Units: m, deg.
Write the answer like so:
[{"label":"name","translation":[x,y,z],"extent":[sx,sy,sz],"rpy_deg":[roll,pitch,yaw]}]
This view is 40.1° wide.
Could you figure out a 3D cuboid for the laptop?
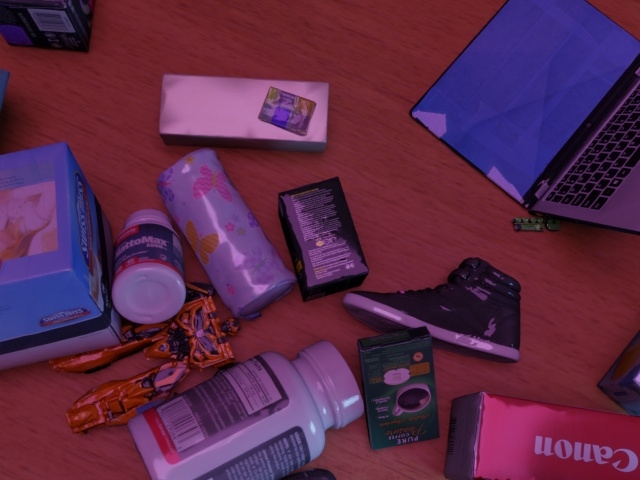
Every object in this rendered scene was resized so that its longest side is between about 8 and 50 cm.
[{"label":"laptop","translation":[0.435,-0.247,1.418],"extent":[0.382,0.408,0.236],"rpy_deg":[-49,117,-11]}]

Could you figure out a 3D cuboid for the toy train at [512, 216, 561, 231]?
[{"label":"toy train","translation":[0.362,-0.027,1.467],"extent":[0.083,0.017,0.024],"rpy_deg":[1,87,-3]}]

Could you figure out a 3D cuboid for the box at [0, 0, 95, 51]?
[{"label":"box","translation":[-0.453,-0.474,1.454],"extent":[0.143,0.165,0.271],"rpy_deg":[4,77,-2]}]

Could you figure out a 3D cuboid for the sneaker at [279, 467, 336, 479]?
[{"label":"sneaker","translation":[-0.080,0.406,1.297],"extent":[0.234,0.106,0.078],"rpy_deg":[-21,80,-8]}]

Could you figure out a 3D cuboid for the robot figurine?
[{"label":"robot figurine","translation":[-0.261,0.180,1.352],"extent":[0.290,0.085,0.211],"rpy_deg":[-21,80,-7]}]

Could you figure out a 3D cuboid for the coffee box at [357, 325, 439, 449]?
[{"label":"coffee box","translation":[0.119,0.227,1.335],"extent":[0.113,0.040,0.184],"rpy_deg":[-11,113,-5]}]

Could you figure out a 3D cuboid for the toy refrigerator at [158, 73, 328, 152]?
[{"label":"toy refrigerator","translation":[-0.124,-0.208,1.448],"extent":[0.269,0.094,0.102],"rpy_deg":[2,84,-2]}]

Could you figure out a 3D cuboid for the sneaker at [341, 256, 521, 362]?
[{"label":"sneaker","translation":[0.185,0.089,1.392],"extent":[0.295,0.104,0.147],"rpy_deg":[16,75,-5]}]

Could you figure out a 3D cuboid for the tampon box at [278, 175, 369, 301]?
[{"label":"tampon box","translation":[0.000,0.000,1.389],"extent":[0.101,0.120,0.161],"rpy_deg":[-16,78,-7]}]

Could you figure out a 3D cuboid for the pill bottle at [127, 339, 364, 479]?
[{"label":"pill bottle","translation":[-0.103,0.271,1.284],"extent":[0.318,0.176,0.176],"rpy_deg":[-25,79,-17]}]

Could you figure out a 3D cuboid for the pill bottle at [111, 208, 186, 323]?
[{"label":"pill bottle","translation":[-0.262,0.033,1.338],"extent":[0.107,0.108,0.180],"rpy_deg":[-10,35,-5]}]

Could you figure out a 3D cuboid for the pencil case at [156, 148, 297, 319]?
[{"label":"pencil case","translation":[-0.147,-0.013,1.387],"extent":[0.124,0.113,0.273],"rpy_deg":[-24,77,-45]}]

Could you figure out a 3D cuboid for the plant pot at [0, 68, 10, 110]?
[{"label":"plant pot","translation":[-0.602,-0.160,1.353],"extent":[0.165,0.165,0.235],"rpy_deg":[11,87,-34]}]

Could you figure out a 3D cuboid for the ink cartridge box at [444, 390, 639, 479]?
[{"label":"ink cartridge box","translation":[0.359,0.304,1.259],"extent":[0.309,0.272,0.130],"rpy_deg":[9,77,-1]}]

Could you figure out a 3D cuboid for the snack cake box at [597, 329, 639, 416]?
[{"label":"snack cake box","translation":[0.567,0.151,1.366],"extent":[0.089,0.152,0.264],"rpy_deg":[41,78,7]}]

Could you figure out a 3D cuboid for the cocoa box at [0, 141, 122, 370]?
[{"label":"cocoa box","translation":[-0.490,0.042,1.259],"extent":[0.346,0.228,0.232],"rpy_deg":[-12,57,-2]}]

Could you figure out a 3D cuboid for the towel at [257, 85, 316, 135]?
[{"label":"towel","translation":[-0.052,-0.207,1.399],"extent":[0.083,0.009,0.060],"rpy_deg":[21,85,-1]}]
